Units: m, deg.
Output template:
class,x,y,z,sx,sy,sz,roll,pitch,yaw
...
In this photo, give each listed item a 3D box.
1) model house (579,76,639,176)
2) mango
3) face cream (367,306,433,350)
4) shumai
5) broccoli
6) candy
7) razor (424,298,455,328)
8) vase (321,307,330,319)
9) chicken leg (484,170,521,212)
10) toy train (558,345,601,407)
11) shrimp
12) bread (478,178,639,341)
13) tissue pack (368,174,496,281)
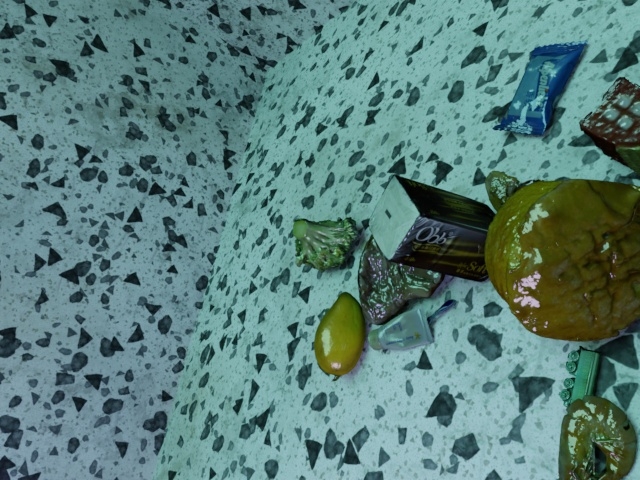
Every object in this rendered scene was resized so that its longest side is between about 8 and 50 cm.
class,x,y,z,sx,sy,sz,roll,pitch,yaw
model house,0.778,-0.237,1.203,0.160,0.196,0.254,-49,36,21
mango,0.071,0.335,1.804,0.176,0.119,0.317,12,73,14
face cream,0.256,0.296,1.653,0.224,0.070,0.114,-28,71,42
shumai,0.281,0.113,1.719,0.283,0.217,0.346,-1,77,19
broccoli,0.000,0.000,2.065,0.288,0.245,0.248,-59,41,15
candy,0.689,-0.484,1.617,0.187,0.077,0.331,20,84,50
razor,0.360,0.236,1.593,0.154,0.028,0.044,-51,34,19
vase,0.058,0.292,1.905,0.053,0.100,0.053,-36,40,37
chicken leg,0.559,-0.121,1.535,0.101,0.085,0.208,-21,58,27
toy train,0.603,0.318,1.188,0.071,0.038,0.148,1,67,52
shrimp,0.577,0.469,1.090,0.145,0.061,0.267,15,79,33
bread,0.571,0.039,1.141,0.398,0.398,0.215,-58,21,7
tissue pack,0.337,-0.025,1.471,0.198,0.370,0.210,-59,32,32
